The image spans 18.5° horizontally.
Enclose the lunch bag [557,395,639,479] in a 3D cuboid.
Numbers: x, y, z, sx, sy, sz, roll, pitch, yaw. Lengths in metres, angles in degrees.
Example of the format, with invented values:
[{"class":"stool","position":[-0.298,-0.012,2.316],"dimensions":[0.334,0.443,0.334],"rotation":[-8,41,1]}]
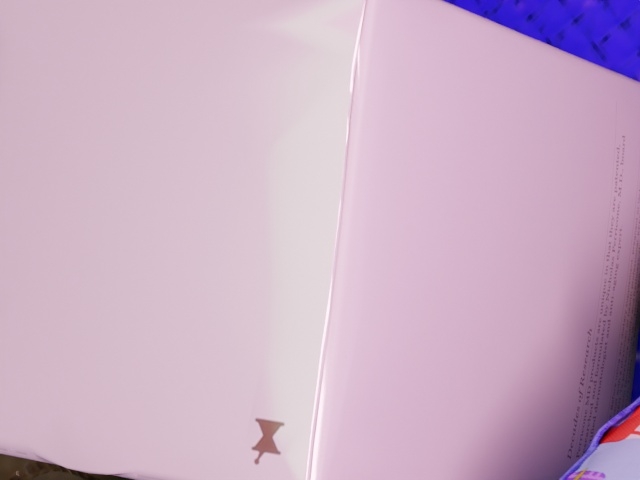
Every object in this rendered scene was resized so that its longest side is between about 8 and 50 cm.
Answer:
[{"class":"lunch bag","position":[0.228,0.090,0.640],"dimensions":[0.293,0.221,0.138],"rotation":[34,146,25]}]

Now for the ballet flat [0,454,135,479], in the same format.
[{"class":"ballet flat","position":[-0.146,0.102,0.975],"dimensions":[0.250,0.058,0.084],"rotation":[6,89,28]}]

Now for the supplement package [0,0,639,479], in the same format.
[{"class":"supplement package","position":[0.000,0.000,0.771],"dimensions":[0.177,0.293,0.175],"rotation":[7,90,28]}]
